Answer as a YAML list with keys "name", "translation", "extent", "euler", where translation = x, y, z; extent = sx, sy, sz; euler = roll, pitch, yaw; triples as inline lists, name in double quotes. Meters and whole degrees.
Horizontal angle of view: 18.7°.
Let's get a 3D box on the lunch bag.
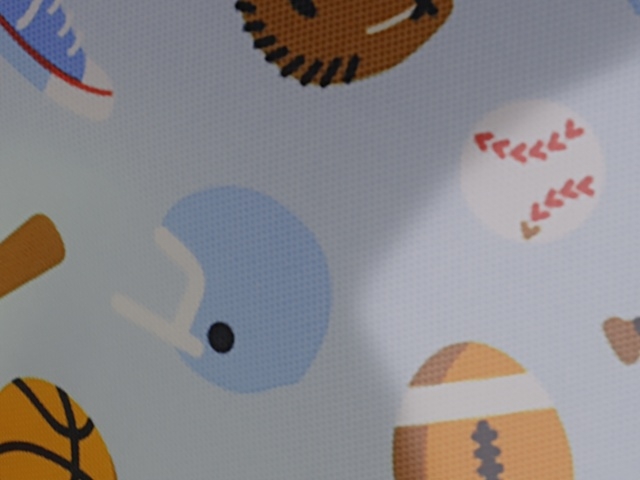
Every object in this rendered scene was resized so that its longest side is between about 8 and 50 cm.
- name: "lunch bag"
  translation: [0.000, 0.000, 0.524]
  extent: [0.328, 0.239, 0.385]
  euler: [40, 102, 18]
